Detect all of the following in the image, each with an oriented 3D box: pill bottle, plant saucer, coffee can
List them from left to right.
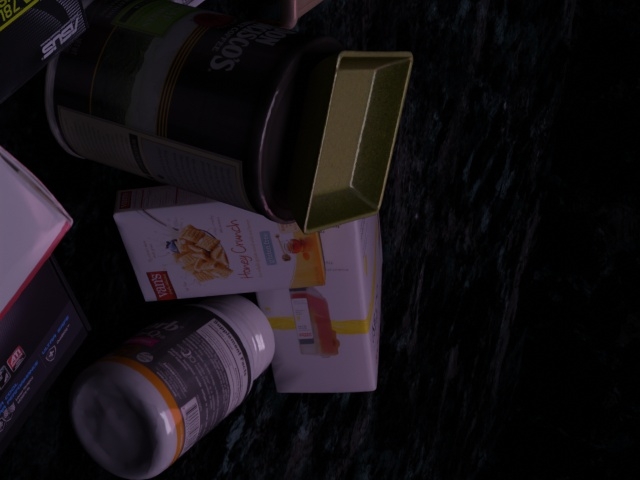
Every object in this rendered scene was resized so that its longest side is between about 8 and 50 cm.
[{"bbox_3d":[-0.185,0.180,1.534,0.278,0.162,0.162,-37,139,-54],"label":"pill bottle"},{"bbox_3d":[-0.130,-0.150,1.274,0.201,0.275,0.201,-46,145,-46],"label":"coffee can"},{"bbox_3d":[0.025,-0.112,1.235,0.188,0.045,0.188,-17,122,-62],"label":"plant saucer"}]

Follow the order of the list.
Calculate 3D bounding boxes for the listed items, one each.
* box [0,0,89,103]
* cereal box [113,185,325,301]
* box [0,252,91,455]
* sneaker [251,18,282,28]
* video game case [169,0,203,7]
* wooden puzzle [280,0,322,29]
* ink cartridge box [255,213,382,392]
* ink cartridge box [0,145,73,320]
[{"bbox_3d":[-0.311,-0.232,1.111,0.190,0.045,0.184,-52,147,-37],"label":"box"},{"bbox_3d":[-0.122,-0.001,1.462,0.173,0.240,0.047,79,7,-47],"label":"cereal box"},{"bbox_3d":[-0.378,0.109,1.180,0.295,0.073,0.293,-57,153,-31],"label":"box"},{"bbox_3d":[-0.101,-0.217,1.548,0.185,0.069,0.084,-48,146,-39],"label":"sneaker"},{"bbox_3d":[-0.136,-0.384,1.413,0.190,0.022,0.173,-48,147,-41],"label":"video game case"},{"bbox_3d":[0.006,-0.496,1.582,0.348,0.080,0.322,-51,150,-48],"label":"wooden puzzle"},{"bbox_3d":[0.000,0.000,1.701,0.384,0.160,0.279,83,10,-46],"label":"ink cartridge box"},{"bbox_3d":[-0.359,-0.014,0.794,0.226,0.306,0.131,-55,150,-11],"label":"ink cartridge box"}]
